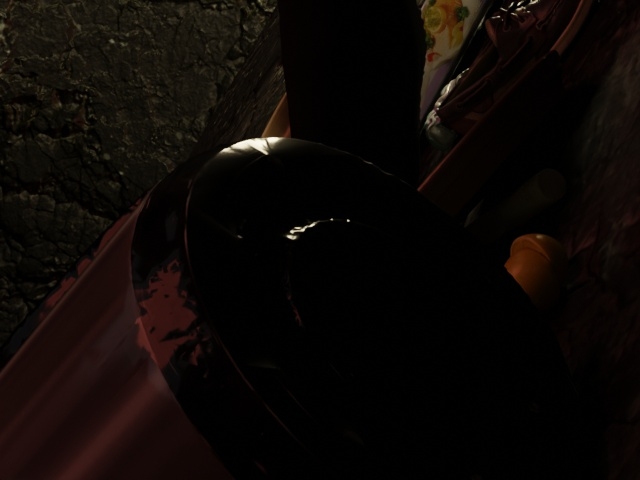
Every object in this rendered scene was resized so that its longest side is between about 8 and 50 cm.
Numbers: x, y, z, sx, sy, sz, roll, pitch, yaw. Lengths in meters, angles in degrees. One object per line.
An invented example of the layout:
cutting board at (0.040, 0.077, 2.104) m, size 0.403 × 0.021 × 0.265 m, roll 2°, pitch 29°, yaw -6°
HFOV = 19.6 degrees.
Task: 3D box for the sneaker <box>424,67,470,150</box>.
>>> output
sneaker at (0.145, -0.145, 1.950) m, size 0.069 × 0.038 × 0.098 m, roll -47°, pitch 20°, yaw 51°

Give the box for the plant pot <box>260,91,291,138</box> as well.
plant pot at (0.002, -0.120, 2.305) m, size 0.237 × 0.110 × 0.237 m, roll -58°, pitch 13°, yaw 22°

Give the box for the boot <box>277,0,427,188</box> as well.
boot at (-0.008, -0.023, 1.782) m, size 0.445 × 0.146 × 0.367 m, roll -69°, pitch -27°, yaw -42°

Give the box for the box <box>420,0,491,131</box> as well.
box at (0.110, -0.186, 2.086) m, size 0.324 × 0.063 × 0.067 m, roll -62°, pitch -7°, yaw 3°

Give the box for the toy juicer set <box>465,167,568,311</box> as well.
toy juicer set at (0.122, 0.037, 1.537) m, size 0.209 × 0.089 × 0.329 m, roll -51°, pitch 16°, yaw 41°

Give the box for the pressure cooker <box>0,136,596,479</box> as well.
pressure cooker at (-0.070, 0.182, 1.283) m, size 0.420 × 0.370 × 0.375 m, roll -48°, pitch 6°, yaw 32°

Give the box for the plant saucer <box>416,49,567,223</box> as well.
plant saucer at (0.127, -0.052, 1.635) m, size 0.278 × 0.041 × 0.278 m, roll -49°, pitch -4°, yaw -5°

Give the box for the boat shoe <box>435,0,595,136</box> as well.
boat shoe at (0.190, -0.190, 1.783) m, size 0.223 × 0.073 × 0.080 m, roll -58°, pitch 14°, yaw 22°
